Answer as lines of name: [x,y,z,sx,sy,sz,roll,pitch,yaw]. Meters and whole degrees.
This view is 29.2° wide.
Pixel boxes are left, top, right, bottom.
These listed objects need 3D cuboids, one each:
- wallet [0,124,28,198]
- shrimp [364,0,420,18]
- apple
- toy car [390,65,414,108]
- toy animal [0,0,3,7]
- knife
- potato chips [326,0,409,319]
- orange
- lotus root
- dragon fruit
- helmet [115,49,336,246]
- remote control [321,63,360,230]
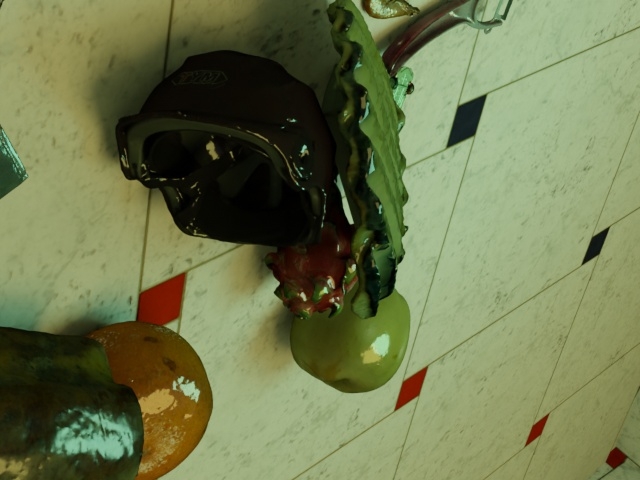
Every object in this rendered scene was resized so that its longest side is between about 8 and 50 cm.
wallet: [-0.366,-0.058,1.252,0.129,0.026,0.088,-42,145,-20]
shrimp: [0.106,-0.337,1.668,0.127,0.025,0.091,6,114,-55]
apple: [0.049,0.149,1.939,0.200,0.200,0.200,-37,147,-29]
toy car: [0.099,-0.198,1.795,0.059,0.035,0.122,2,110,-57]
toy animal: [-0.333,-0.247,1.041,0.260,0.087,0.243,-60,150,4]
knife: [0.176,-0.304,1.781,0.278,0.053,0.123,-33,151,-31]
potato chips: [0.063,-0.102,1.560,0.429,0.070,0.358,65,24,-64]
orange: [-0.248,0.206,1.566,0.224,0.170,0.224,-17,133,-19]
lotus root: [-0.376,0.209,1.322,0.346,0.250,0.250,14,108,-53]
dragon fruit: [0.003,0.001,1.776,0.137,0.135,0.236,17,83,-70]
helmet: [-0.091,-0.123,1.415,0.305,0.225,0.177,64,39,-55]
remote control: [0.054,-0.102,1.715,0.123,0.038,0.285,-73,156,-43]
